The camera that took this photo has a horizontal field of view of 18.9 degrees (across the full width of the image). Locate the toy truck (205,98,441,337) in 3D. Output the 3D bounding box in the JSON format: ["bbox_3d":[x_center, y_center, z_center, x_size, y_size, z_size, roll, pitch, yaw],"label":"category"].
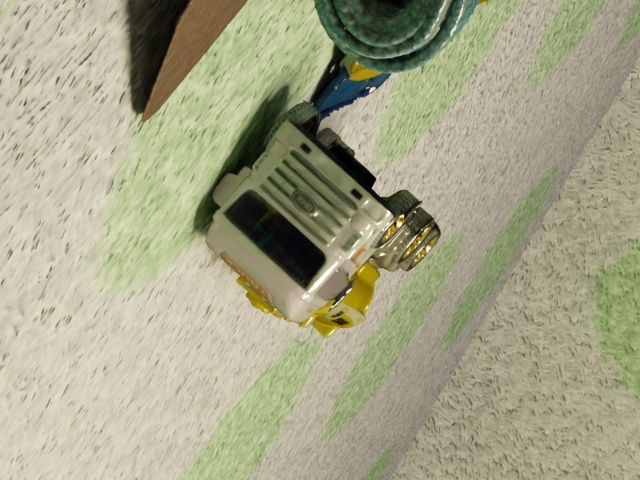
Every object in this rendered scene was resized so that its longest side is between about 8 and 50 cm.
[{"bbox_3d":[0.000,0.000,1.169,0.114,0.098,0.227,-48,170,1],"label":"toy truck"}]

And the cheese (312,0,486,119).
[{"bbox_3d":[0.082,-0.170,1.129,0.270,0.069,0.177,-52,169,32],"label":"cheese"}]

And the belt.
[{"bbox_3d":[0.096,-0.211,0.954,0.302,0.087,0.072,-55,170,33],"label":"belt"}]

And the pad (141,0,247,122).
[{"bbox_3d":[0.005,-0.171,0.873,0.266,0.002,0.176,-53,-179,-19],"label":"pad"}]
